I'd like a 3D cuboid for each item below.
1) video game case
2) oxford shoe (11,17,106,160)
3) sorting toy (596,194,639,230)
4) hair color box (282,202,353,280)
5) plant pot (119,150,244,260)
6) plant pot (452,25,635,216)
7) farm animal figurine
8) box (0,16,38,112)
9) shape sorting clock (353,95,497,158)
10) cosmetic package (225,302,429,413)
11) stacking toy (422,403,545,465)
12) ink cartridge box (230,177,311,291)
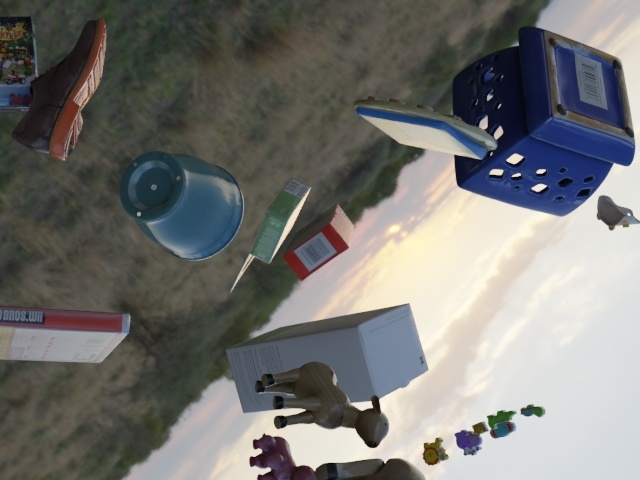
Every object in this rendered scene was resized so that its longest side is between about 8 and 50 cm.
[{"bbox_3d":[-0.374,0.104,0.887,0.204,0.285,0.025,143,-52,-61],"label":"video game case"},{"bbox_3d":[-0.422,-0.265,1.306,0.097,0.099,0.271,118,-14,-61],"label":"oxford shoe"},{"bbox_3d":[0.575,-0.047,1.513,0.083,0.075,0.044,-117,-145,-54],"label":"sorting toy"},{"bbox_3d":[0.000,0.000,1.271,0.093,0.053,0.167,-36,-171,12],"label":"hair color box"},{"bbox_3d":[-0.370,-0.107,2.043,0.271,0.272,0.255,-48,158,2],"label":"plant pot"},{"bbox_3d":[0.370,-0.200,1.306,0.212,0.236,0.235,138,-41,-55],"label":"plant pot"},{"bbox_3d":[0.039,0.321,1.031,0.172,0.330,0.327,1,170,-24],"label":"farm animal figurine"},{"bbox_3d":[-0.609,-0.300,1.368,0.233,0.159,0.044,-5,180,-13],"label":"box"},{"bbox_3d":[0.146,-0.162,1.109,0.206,0.206,0.040,135,-26,-87],"label":"shape sorting clock"},{"bbox_3d":[0.009,0.247,1.639,0.366,0.155,0.197,-16,179,37],"label":"cosmetic package"},{"bbox_3d":[0.332,0.389,1.600,0.221,0.052,0.167,-33,157,30],"label":"stacking toy"},{"bbox_3d":[-0.109,-0.003,1.730,0.235,0.056,0.171,-65,178,33],"label":"ink cartridge box"}]
